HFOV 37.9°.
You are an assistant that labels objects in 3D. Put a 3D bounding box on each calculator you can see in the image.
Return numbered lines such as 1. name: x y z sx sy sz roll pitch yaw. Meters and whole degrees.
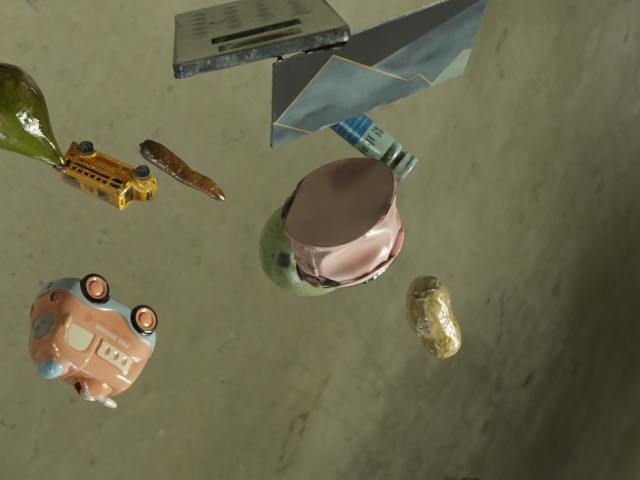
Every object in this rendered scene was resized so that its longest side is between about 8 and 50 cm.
1. calculator: -0.065 -0.204 0.895 0.262 0.161 0.021 -112 -171 -66

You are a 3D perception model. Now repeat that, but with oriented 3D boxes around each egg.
1. egg: 0.000 0.000 1.653 0.228 0.177 0.177 -29 144 -2

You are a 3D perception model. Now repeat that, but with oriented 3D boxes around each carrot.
1. carrot: -0.217 -0.107 1.478 0.165 0.035 0.036 36 74 -19

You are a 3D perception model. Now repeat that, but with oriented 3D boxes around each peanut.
1. peanut: 0.224 0.155 1.851 0.099 0.099 0.214 -55 138 -23

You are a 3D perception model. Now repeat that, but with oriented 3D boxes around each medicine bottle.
1. medicine bottle: 0.059 -0.165 1.407 0.051 0.191 0.051 -52 -178 3

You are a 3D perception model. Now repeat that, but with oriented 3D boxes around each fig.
1. fig: -0.487 -0.184 1.476 0.126 0.133 0.185 -19 81 -51

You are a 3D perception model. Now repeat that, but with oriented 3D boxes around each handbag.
1. handbag: 0.035 -0.024 1.372 0.205 0.179 0.116 -68 149 -42

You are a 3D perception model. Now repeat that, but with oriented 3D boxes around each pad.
1. pad: 0.059 -0.176 0.958 0.243 0.004 0.164 -23 160 -13

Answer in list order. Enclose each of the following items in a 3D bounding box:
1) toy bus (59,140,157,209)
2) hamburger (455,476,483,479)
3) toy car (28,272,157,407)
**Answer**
1. toy bus: -0.366 -0.106 1.608 0.070 0.162 0.074 107 8 -60
2. hamburger: 0.170 0.470 1.265 0.134 0.265 0.285 7 112 -64
3. toy car: -0.486 0.213 1.932 0.270 0.180 0.212 38 48 -25
